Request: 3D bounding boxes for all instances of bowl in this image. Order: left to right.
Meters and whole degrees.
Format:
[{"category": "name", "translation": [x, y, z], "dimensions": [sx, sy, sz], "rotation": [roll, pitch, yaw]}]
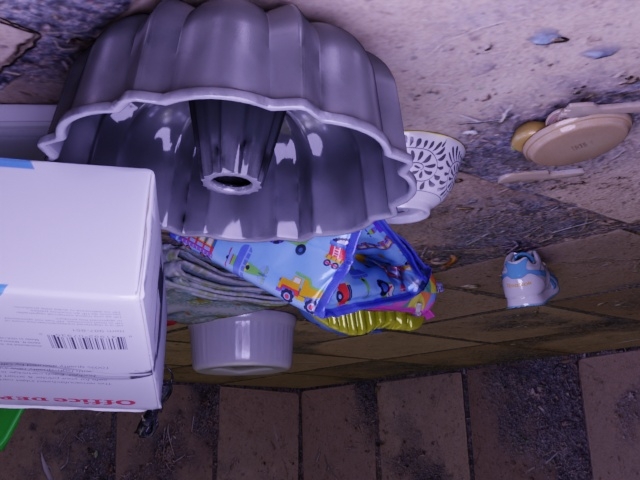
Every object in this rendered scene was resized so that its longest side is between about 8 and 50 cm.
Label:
[{"category": "bowl", "translation": [0.096, -0.067, 1.061], "dimensions": [0.170, 0.080, 0.170], "rotation": [-2, 165, -1]}]

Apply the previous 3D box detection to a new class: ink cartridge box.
[{"category": "ink cartridge box", "translation": [-0.266, 0.056, 0.823], "dimensions": [0.223, 0.129, 0.307], "rotation": [3, 152, -6]}]

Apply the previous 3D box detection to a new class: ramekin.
[{"category": "ramekin", "translation": [-0.197, 0.261, 2.171], "dimensions": [0.277, 0.135, 0.277], "rotation": [-1, 166, 0]}]

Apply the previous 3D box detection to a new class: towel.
[{"category": "towel", "translation": [-0.275, 0.099, 1.638], "dimensions": [0.375, 0.090, 0.321], "rotation": [-14, 160, 40]}]

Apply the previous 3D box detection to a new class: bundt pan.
[{"category": "bundt pan", "translation": [-0.077, -0.106, 0.780], "dimensions": [0.331, 0.124, 0.331], "rotation": [1, 162, 0]}]

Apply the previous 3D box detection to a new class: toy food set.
[{"category": "toy food set", "translation": [0.283, -0.123, 0.972], "dimensions": [0.133, 0.038, 0.192], "rotation": [-5, 161, -15]}]

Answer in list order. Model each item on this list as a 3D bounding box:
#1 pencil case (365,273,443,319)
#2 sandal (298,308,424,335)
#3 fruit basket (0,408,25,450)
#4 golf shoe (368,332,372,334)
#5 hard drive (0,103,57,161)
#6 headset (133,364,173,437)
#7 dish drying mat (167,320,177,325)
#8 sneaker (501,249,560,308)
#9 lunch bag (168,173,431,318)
[{"category": "pencil case", "translation": [0.116, 0.090, 1.626], "dimensions": [0.236, 0.104, 0.104], "rotation": [10, 162, -34]}, {"category": "sandal", "translation": [0.069, 0.142, 1.786], "dimensions": [0.318, 0.126, 0.138], "rotation": [13, 163, -40]}, {"category": "fruit basket", "translation": [-0.526, 0.081, 1.125], "dimensions": [0.392, 0.391, 0.283], "rotation": [-5, -175, 13]}, {"category": "golf shoe", "translation": [0.147, 0.183, 2.051], "dimensions": [0.086, 0.069, 0.176], "rotation": [-8, 166, 2]}, {"category": "hard drive", "translation": [-0.398, -0.099, 0.968], "dimensions": [0.308, 0.040, 0.203], "rotation": [-1, 165, -4]}, {"category": "headset", "translation": [-0.466, 0.235, 1.731], "dimensions": [0.394, 0.185, 0.243], "rotation": [24, -169, 20]}, {"category": "dish drying mat", "translation": [-0.318, 0.159, 1.690], "dimensions": [0.032, 0.008, 0.083], "rotation": [-10, 165, 25]}, {"category": "sneaker", "translation": [0.385, 0.062, 1.584], "dimensions": [0.088, 0.092, 0.229], "rotation": [-9, -177, 20]}, {"category": "lunch bag", "translation": [0.000, 0.000, 1.064], "dimensions": [0.221, 0.138, 0.293], "rotation": [27, -176, 26]}]
